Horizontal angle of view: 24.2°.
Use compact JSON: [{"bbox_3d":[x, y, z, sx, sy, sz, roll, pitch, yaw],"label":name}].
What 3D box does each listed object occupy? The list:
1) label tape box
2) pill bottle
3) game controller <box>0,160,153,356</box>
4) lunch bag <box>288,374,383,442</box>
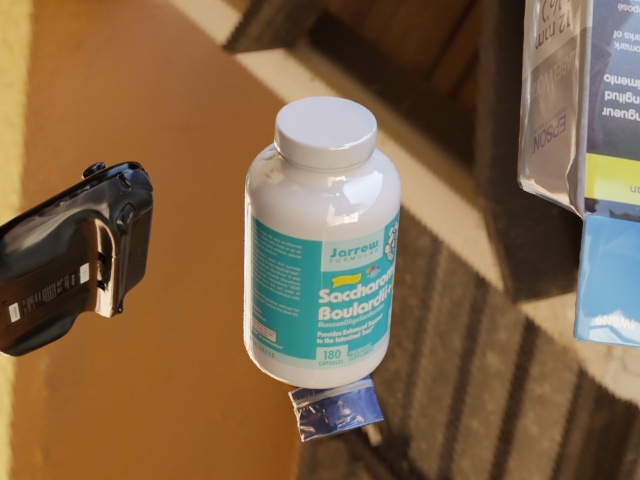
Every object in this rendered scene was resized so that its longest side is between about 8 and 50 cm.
[{"bbox_3d":[0.255,-0.085,0.927,0.115,0.249,0.348,145,-48,-71],"label":"label tape box"},{"bbox_3d":[0.000,0.000,1.413,0.146,0.146,0.264,45,-36,43],"label":"pill bottle"},{"bbox_3d":[-0.225,0.023,1.299,0.067,0.166,0.319,65,-15,13],"label":"game controller"},{"bbox_3d":[0.013,0.165,1.529,0.098,0.067,0.065,-27,-105,57],"label":"lunch bag"}]
